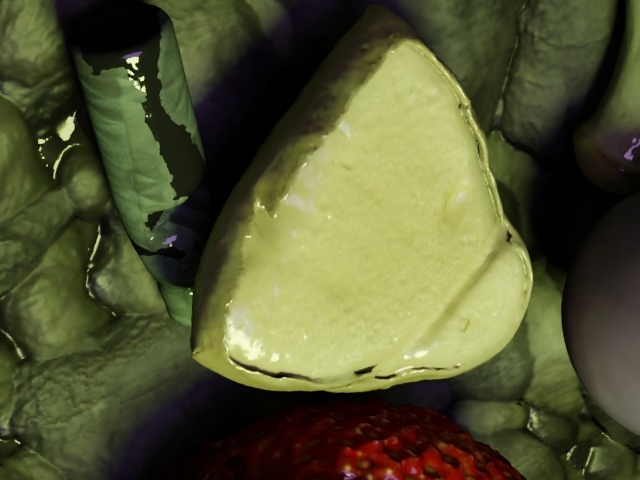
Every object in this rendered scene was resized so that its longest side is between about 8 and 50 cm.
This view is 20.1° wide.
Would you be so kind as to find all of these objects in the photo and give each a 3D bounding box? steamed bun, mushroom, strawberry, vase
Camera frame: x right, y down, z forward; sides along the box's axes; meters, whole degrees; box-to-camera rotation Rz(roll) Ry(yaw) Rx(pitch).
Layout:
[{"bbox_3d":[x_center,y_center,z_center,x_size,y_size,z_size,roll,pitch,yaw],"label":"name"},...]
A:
[{"bbox_3d":[0.024,0.005,1.089,0.212,0.110,0.231,41,79,-34],"label":"steamed bun"},{"bbox_3d":[0.229,-0.152,1.125,0.118,0.103,0.270,-11,125,-23],"label":"mushroom"},{"bbox_3d":[0.025,0.240,1.132,0.288,0.238,0.250,6,125,-4],"label":"strawberry"},{"bbox_3d":[-0.092,-0.034,1.044,0.060,0.060,0.211,-24,129,-15],"label":"vase"}]

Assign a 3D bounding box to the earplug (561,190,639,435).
[{"bbox_3d":[0.363,-0.007,1.179,0.456,0.215,0.215,-23,124,-20],"label":"earplug"}]
